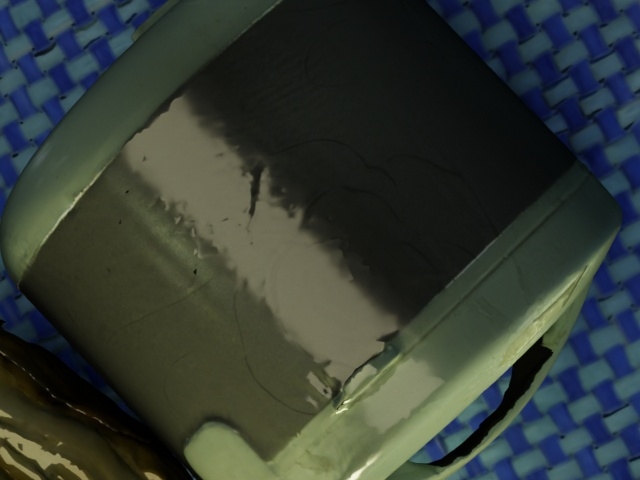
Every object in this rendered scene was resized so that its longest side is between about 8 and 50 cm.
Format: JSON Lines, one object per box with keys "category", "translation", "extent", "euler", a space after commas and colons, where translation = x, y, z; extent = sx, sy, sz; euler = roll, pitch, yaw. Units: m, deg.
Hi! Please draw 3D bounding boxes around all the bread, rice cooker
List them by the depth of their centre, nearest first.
{"category": "rice cooker", "translation": [0.001, 0.003, 1.062], "extent": [0.277, 0.288, 0.288], "euler": [45, 107, 2]}
{"category": "bread", "translation": [-0.178, 0.157, 1.141], "extent": [0.277, 0.324, 0.167], "euler": [39, 62, -3]}
